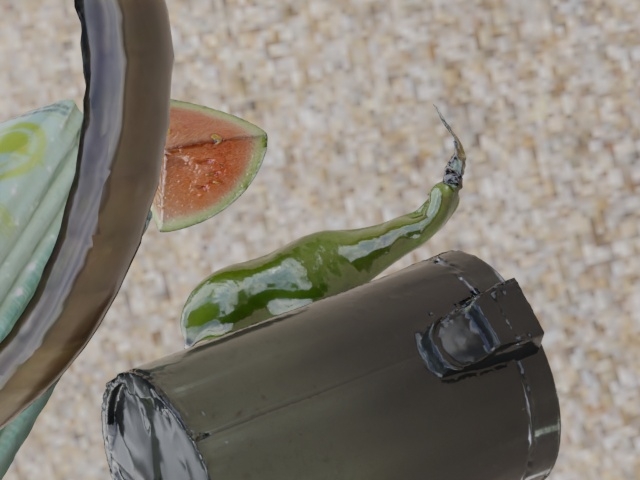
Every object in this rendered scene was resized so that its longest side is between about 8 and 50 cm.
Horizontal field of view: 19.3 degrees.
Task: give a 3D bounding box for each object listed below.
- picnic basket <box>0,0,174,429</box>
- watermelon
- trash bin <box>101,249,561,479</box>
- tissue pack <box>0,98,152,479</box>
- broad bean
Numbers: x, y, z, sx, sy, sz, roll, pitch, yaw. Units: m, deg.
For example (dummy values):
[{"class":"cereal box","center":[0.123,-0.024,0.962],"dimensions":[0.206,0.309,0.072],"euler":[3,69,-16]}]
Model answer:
[{"class":"picnic basket","center":[-0.186,-0.053,0.589],"dimensions":[0.337,0.337,0.293],"euler":[-32,65,58]},{"class":"watermelon","center":[-0.115,-0.083,1.689],"dimensions":[0.135,0.094,0.125],"euler":[-16,79,16]},{"class":"trash bin","center":[0.007,0.145,1.452],"dimensions":[0.203,0.302,0.252],"euler":[63,155,17]},{"class":"tissue pack","center":[-0.324,0.087,1.426],"dimensions":[0.287,0.388,0.162],"euler":[-19,121,35]},{"class":"broad bean","center":[0.007,0.009,1.718],"dimensions":[0.098,0.318,0.056],"euler":[52,172,12]}]
